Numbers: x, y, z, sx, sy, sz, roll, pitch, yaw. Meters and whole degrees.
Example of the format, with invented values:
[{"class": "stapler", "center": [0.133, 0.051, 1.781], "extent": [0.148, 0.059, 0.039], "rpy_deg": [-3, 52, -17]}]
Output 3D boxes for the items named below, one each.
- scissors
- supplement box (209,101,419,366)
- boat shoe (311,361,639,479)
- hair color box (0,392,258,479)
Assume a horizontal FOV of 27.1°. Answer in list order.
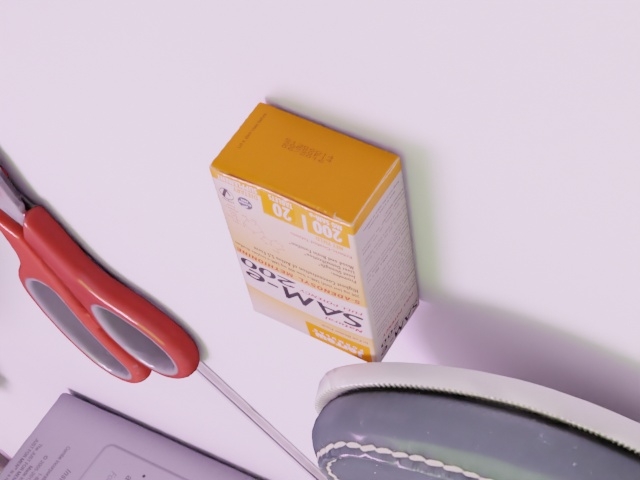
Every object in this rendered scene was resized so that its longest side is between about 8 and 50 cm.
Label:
[{"class": "scissors", "center": [-0.167, -0.018, 0.685], "extent": [0.109, 0.021, 0.297], "rpy_deg": [5, 142, 48]}, {"class": "supplement box", "center": [0.000, 0.000, 0.507], "extent": [0.062, 0.036, 0.098], "rpy_deg": [23, 152, 23]}, {"class": "boat shoe", "center": [0.131, 0.147, 0.509], "extent": [0.319, 0.099, 0.116], "rpy_deg": [26, 154, 6]}, {"class": "hair color box", "center": [-0.058, 0.253, 0.822], "extent": [0.374, 0.185, 0.113], "rpy_deg": [18, 149, 30]}]
